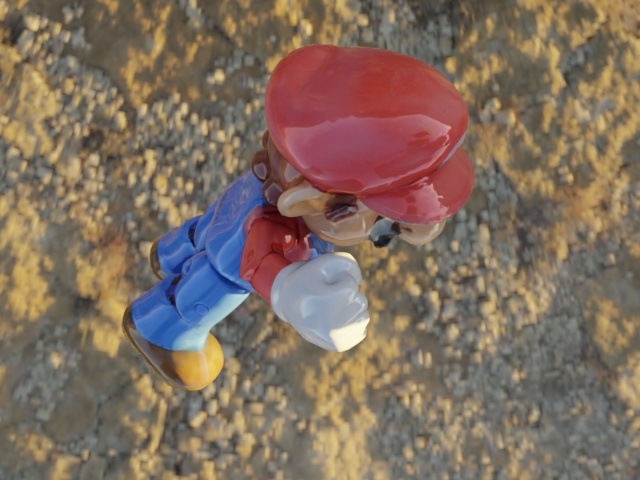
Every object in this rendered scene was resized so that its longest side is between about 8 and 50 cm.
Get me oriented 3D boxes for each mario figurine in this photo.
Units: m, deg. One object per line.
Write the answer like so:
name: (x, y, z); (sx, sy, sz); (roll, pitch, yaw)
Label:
mario figurine: (0.000, 0.000, 0.943); (0.170, 0.198, 0.320); (0, 154, -36)
